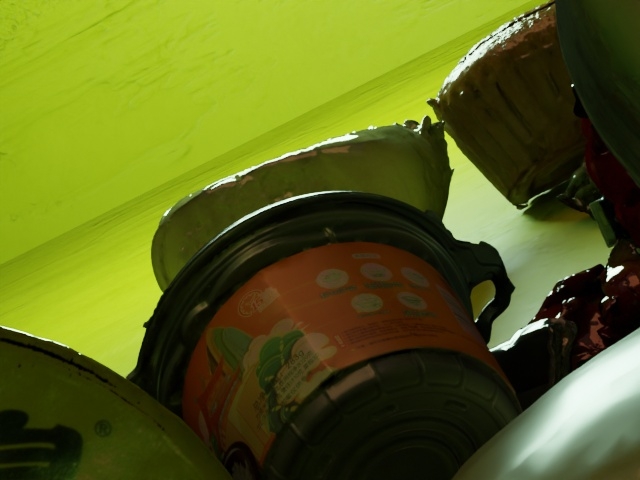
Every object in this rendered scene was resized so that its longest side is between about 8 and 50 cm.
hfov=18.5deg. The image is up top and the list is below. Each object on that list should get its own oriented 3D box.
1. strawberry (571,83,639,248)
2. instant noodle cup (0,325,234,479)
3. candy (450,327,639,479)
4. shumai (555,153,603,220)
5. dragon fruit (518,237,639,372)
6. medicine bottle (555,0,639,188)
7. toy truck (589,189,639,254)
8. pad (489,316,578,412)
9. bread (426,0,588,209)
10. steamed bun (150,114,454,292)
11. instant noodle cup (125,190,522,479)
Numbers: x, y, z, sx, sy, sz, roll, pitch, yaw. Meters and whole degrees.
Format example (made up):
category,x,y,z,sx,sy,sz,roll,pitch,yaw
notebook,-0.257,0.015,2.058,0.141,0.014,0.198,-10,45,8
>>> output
category,x,y,z,sx,sy,sz,roll,pitch,yaw
strawberry,0.301,-0.095,1.235,0.261,0.261,0.257,-25,2,16
instant noodle cup,-0.189,0.204,0.885,0.325,0.326,0.254,-31,1,-16
candy,0.180,0.104,0.731,0.386,0.186,0.427,-23,3,29
shumai,0.238,-0.058,1.684,0.080,0.082,0.083,-25,-13,21
dragon fruit,0.153,0.071,1.007,0.138,0.142,0.175,-11,-11,-14
medicine bottle,0.227,-0.112,0.887,0.241,0.241,0.302,-28,-13,2
toy truck,0.291,-0.046,1.474,0.169,0.077,0.100,-26,-4,28
pad,0.045,0.144,1.010,0.233,0.022,0.174,-30,42,51
bread,0.227,-0.141,1.826,0.240,0.139,0.240,-26,-17,-9
steamed bun,0.000,0.000,1.772,0.273,0.166,0.232,-20,-1,12
instant noodle cup,0.016,0.083,0.901,0.208,0.178,0.125,-35,35,-2
